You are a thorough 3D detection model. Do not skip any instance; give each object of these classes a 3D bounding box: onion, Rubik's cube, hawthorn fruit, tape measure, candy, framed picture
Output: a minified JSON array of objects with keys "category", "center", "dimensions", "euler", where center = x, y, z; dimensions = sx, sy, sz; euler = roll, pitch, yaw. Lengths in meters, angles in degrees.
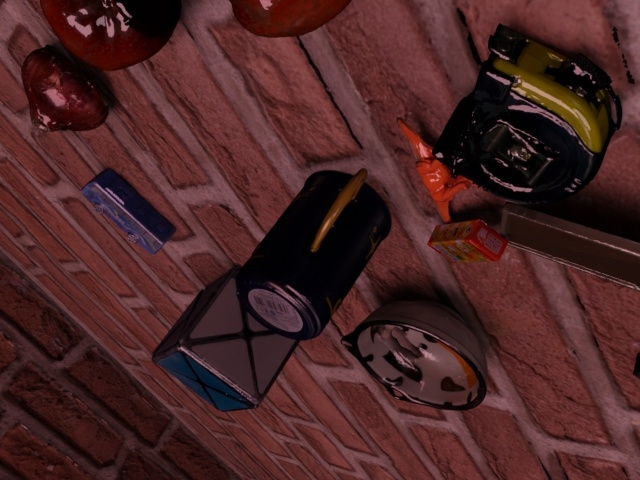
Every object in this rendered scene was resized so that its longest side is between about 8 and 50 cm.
[{"category":"onion","center":[-0.515,-0.281,1.104],"dimensions":[0.184,0.147,0.184],"euler":[28,160,11]},{"category":"Rubik's cube","center":[-0.235,0.259,1.421],"dimensions":[0.260,0.255,0.259],"euler":[42,145,-10]},{"category":"hawthorn fruit","center":[-0.015,-0.322,0.648],"dimensions":[0.203,0.163,0.163],"euler":[-5,132,21]},{"category":"tape measure","center":[0.249,-0.132,0.667],"dimensions":[0.186,0.112,0.199],"euler":[28,147,7]},{"category":"hawthorn fruit","center":[-0.314,-0.348,0.844],"dimensions":[0.189,0.189,0.251],"euler":[49,163,-20]},{"category":"candy","center":[0.224,0.003,0.864],"dimensions":[0.062,0.038,0.122],"euler":[34,166,-16]},{"category":"framed picture","center":[0.367,0.023,0.752],"dimensions":[0.259,0.023,0.189],"euler":[21,173,21]}]

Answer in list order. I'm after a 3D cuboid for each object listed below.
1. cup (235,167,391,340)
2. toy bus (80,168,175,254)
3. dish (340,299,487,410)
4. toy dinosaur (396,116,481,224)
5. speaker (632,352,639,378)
[{"category":"cup","center":[-0.018,-0.002,0.920],"dimensions":[0.178,0.256,0.255],"euler":[16,141,25]},{"category":"toy bus","center":[-0.470,-0.073,1.385],"dimensions":[0.236,0.079,0.094],"euler":[45,129,-15]},{"category":"dish","center":[0.204,0.208,1.104],"dimensions":[0.303,0.120,0.303],"euler":[23,144,18]},{"category":"toy dinosaur","center":[0.190,-0.082,0.830],"dimensions":[0.101,0.055,0.280],"euler":[1,135,53]},{"category":"speaker","center":[0.591,0.245,0.887],"dimensions":[0.191,0.046,0.040],"euler":[34,145,0]}]
